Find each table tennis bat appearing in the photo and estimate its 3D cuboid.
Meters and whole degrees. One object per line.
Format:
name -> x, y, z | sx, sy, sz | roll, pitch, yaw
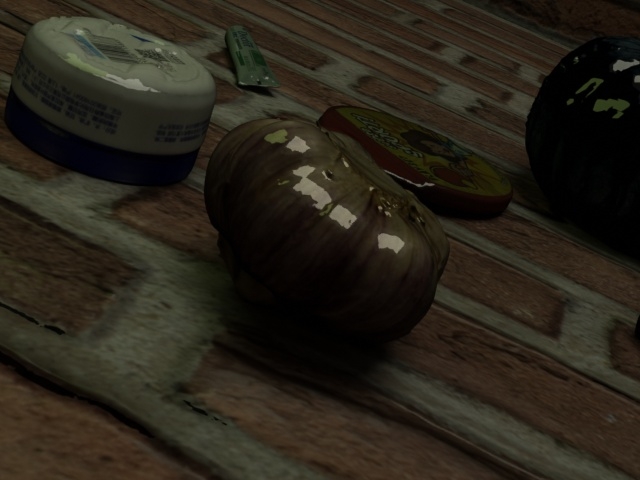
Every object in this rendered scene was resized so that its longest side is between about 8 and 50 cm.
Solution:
table tennis bat -> 0.091, -0.112, 1.310 | 0.414, 0.051, 0.268 | 3, 30, -44

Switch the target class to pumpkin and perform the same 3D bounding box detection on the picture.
pumpkin -> 0.473, -0.142, 1.443 | 0.363, 0.266, 0.363 | 16, 28, -9

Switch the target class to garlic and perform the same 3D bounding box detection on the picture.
garlic -> 0.000, 0.000, 0.852 | 0.245, 0.160, 0.245 | 38, 10, -8

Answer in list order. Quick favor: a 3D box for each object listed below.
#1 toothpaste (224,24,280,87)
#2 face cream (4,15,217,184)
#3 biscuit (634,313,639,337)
toothpaste -> -0.111, -0.276, 1.496 | 0.064, 0.041, 0.218 | 2, 31, -18
face cream -> -0.214, -0.152, 1.035 | 0.205, 0.111, 0.206 | 19, 21, -8
biscuit -> 0.548, 0.089, 1.137 | 0.388, 0.073, 0.107 | -3, 31, -21
